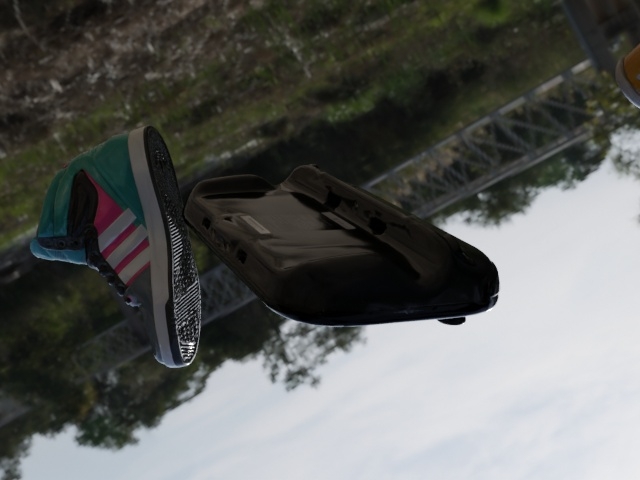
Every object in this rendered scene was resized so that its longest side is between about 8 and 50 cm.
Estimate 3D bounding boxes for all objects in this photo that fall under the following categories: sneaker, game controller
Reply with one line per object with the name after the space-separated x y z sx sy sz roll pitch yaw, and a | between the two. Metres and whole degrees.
-0.259 0.021 1.142 0.178 0.295 0.124 -12 175 11 | sneaker
0.000 0.000 0.732 0.166 0.067 0.319 -12 -161 -19 | game controller

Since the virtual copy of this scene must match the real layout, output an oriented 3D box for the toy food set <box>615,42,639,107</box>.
0.263 -0.047 0.594 0.104 0.232 0.111 -46 -160 43 | toy food set
